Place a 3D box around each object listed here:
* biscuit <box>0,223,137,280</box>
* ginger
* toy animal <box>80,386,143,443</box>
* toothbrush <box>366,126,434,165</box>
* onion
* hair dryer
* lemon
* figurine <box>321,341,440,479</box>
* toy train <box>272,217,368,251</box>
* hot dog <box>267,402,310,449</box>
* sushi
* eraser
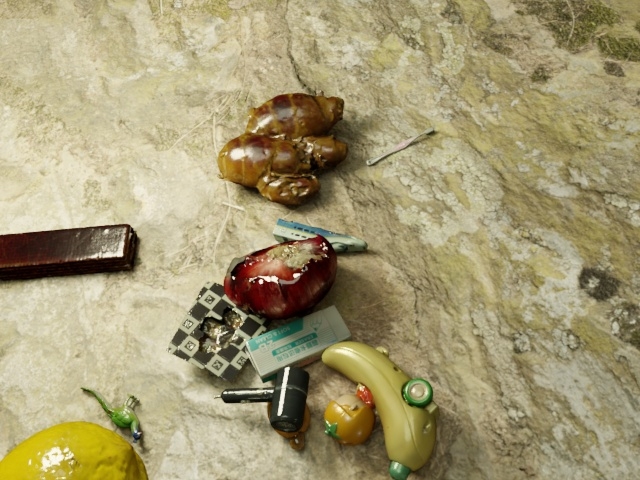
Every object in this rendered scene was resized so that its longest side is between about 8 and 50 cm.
[{"bbox_3d":[-0.666,0.031,1.880,0.388,0.073,0.107,-5,58,8],"label":"biscuit"},{"bbox_3d":[-0.082,-0.249,1.894,0.274,0.152,0.357,31,71,24],"label":"ginger"},{"bbox_3d":[-0.461,0.371,1.669,0.217,0.041,0.075,33,72,29],"label":"toy animal"},{"bbox_3d":[0.209,-0.248,1.920,0.204,0.022,0.017,-28,76,-6],"label":"toothbrush"},{"bbox_3d":[-0.082,0.103,1.684,0.272,0.195,0.272,-17,18,6],"label":"onion"},{"bbox_3d":[-0.132,0.340,1.561,0.219,0.071,0.124,-4,52,21],"label":"hair dryer"},{"bbox_3d":[-0.501,0.523,1.434,0.335,0.336,0.336,-4,60,7],"label":"lemon"},{"bbox_3d":[0.108,0.349,1.541,0.222,0.124,0.324,-42,59,-11],"label":"figurine"},{"bbox_3d":[0.000,0.000,1.796,0.233,0.052,0.051,15,67,17],"label":"toy train"},{"bbox_3d":[-0.065,0.382,1.586,0.089,0.060,0.140,-32,51,-7],"label":"hot dog"},{"bbox_3d":[-0.230,0.216,1.709,0.192,0.040,0.210,23,59,11],"label":"sushi"},{"bbox_3d":[-0.050,0.232,1.650,0.225,0.052,0.096,-21,58,-15],"label":"eraser"}]
